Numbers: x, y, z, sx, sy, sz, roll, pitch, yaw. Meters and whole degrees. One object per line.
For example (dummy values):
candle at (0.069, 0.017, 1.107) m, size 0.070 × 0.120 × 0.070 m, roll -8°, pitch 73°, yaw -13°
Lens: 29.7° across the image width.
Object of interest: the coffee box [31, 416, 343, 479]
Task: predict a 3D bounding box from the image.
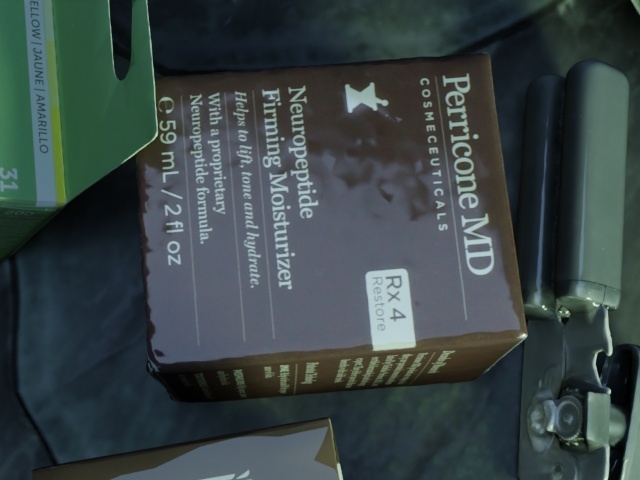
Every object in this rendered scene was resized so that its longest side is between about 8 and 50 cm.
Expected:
coffee box at (-0.053, 0.163, 0.640) m, size 0.141 × 0.246 × 0.098 m, roll -10°, pitch 76°, yaw -4°

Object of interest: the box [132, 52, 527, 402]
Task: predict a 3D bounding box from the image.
box at (0.000, 0.000, 0.723) m, size 0.203 × 0.167 × 0.169 m, roll -5°, pitch 76°, yaw -2°

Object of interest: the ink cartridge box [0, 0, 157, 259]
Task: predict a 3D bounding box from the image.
ink cartridge box at (-0.176, -0.100, 0.718) m, size 0.056 × 0.235 × 0.171 m, roll 2°, pitch 73°, yaw -32°

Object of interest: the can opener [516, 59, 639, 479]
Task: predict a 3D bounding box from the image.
can opener at (0.177, 0.029, 0.781) m, size 0.095 × 0.076 × 0.284 m, roll 15°, pitch 73°, yaw -30°

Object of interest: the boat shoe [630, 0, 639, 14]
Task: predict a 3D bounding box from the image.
boat shoe at (0.244, -0.197, 0.793) m, size 0.136 × 0.156 × 0.367 m, roll -39°, pitch 109°, yaw 10°
